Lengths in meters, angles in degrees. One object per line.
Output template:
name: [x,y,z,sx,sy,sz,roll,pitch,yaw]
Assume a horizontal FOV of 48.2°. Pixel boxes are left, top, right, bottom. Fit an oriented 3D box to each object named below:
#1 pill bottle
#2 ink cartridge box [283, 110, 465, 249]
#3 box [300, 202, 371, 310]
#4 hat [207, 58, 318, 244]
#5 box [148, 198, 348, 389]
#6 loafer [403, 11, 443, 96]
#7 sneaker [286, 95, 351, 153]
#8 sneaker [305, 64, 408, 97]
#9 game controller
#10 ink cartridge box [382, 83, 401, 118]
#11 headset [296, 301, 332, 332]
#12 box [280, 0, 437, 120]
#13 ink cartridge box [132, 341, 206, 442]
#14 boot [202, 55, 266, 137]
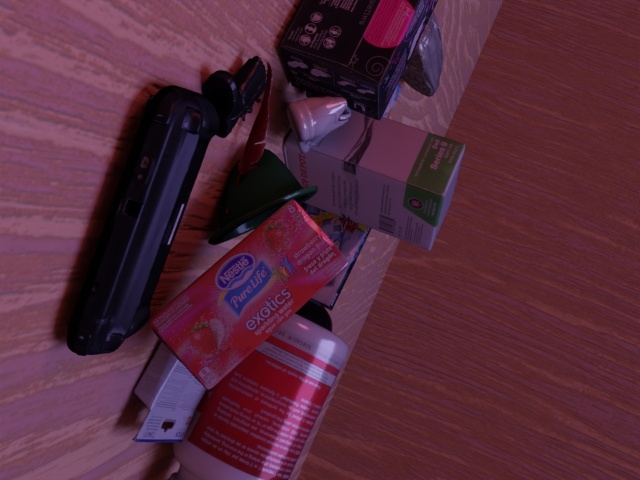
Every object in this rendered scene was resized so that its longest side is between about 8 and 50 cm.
pill bottle: [-0.129,0.328,1.329,0.408,0.229,0.229,-64,167,-10]
ink cartridge box: [0.094,-0.122,1.292,0.211,0.289,0.122,86,27,-64]
box: [0.000,0.000,1.415,0.233,0.159,0.044,-63,165,-12]
hat: [-0.112,-0.119,1.062,0.208,0.184,0.173,-28,178,6]
box: [-0.100,0.074,0.990,0.257,0.123,0.128,-41,-178,-13]
loafer: [0.259,-0.454,1.763,0.111,0.112,0.319,-56,166,-5]
sneaker: [0.000,-0.187,1.107,0.212,0.094,0.080,-130,-162,-82]
sneaker: [0.076,-0.307,1.231,0.276,0.135,0.098,-52,163,-43]
game controller: [-0.201,-0.021,0.826,0.166,0.067,0.319,-78,-169,-81]
ink cartridge box: [0.114,-0.276,1.600,0.181,0.061,0.104,-67,167,8]
headset: [-0.081,0.243,1.681,0.394,0.185,0.243,-75,-178,-49]
box: [0.067,-0.336,1.076,0.142,0.163,0.247,70,45,-76]
ink cartridge box: [-0.222,0.215,1.159,0.224,0.045,0.223,-62,166,-11]
boot: [-0.103,-0.195,0.905,0.099,0.045,0.121,-57,172,-28]
